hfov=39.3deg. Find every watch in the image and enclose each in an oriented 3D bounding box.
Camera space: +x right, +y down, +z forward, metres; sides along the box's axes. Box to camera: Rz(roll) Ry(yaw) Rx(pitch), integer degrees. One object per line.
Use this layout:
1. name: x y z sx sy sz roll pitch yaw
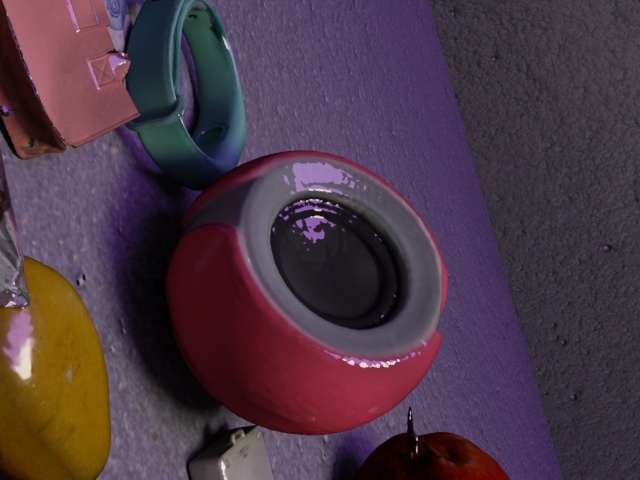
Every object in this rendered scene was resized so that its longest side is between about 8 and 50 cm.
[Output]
1. watch: -0.141 -0.162 0.973 0.237 0.068 0.195 -79 155 -51

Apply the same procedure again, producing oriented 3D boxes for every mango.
1. mango: -0.209 0.099 0.631 0.137 0.098 0.195 -66 145 -63

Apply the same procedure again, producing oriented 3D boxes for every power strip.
1. power strip: -0.055 0.376 0.934 0.106 0.043 0.367 -23 98 -69

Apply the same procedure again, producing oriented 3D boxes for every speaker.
1. speaker: -0.017 0.058 0.909 0.294 0.294 0.294 -13 90 -70

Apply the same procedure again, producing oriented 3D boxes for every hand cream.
1. hand cream: -0.213 -0.227 0.892 0.142 0.053 0.084 69 19 -49

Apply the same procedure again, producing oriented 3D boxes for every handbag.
1. handbag: -0.240 -0.188 0.774 0.157 0.059 0.213 -53 128 -63

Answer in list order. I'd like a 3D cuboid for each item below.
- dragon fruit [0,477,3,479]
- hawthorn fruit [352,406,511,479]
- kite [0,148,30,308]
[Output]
1. dragon fruit: -0.195 0.264 0.522 0.189 0.163 0.262 96 1 -45
2. hawthorn fruit: 0.158 0.356 1.207 0.254 0.254 0.300 -45 127 -66
3. kite: -0.274 -0.052 0.536 0.268 0.013 0.323 47 37 -14
